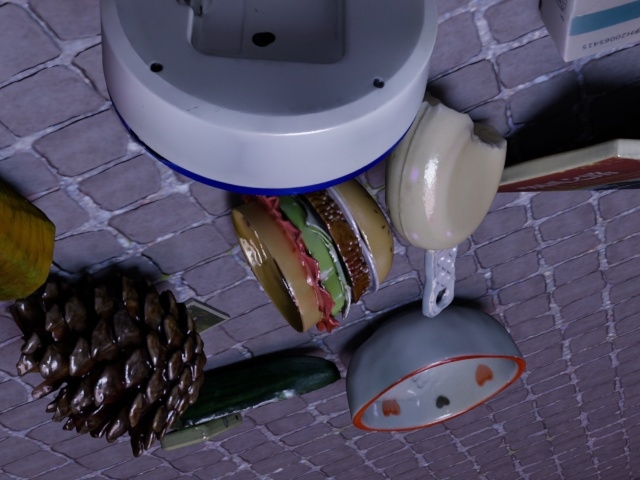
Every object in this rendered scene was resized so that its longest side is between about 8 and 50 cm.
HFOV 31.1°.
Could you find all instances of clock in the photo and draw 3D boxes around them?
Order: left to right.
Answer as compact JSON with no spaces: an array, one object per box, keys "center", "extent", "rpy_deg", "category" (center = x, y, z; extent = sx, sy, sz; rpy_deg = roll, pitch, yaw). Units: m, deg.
[{"center":[-0.037,-0.145,0.794],"extent":[0.231,0.230,0.083],"rpy_deg":[-13,149,-12],"category":"clock"}]

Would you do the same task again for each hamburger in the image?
[{"center":[0.001,0.003,1.180],"extent":[0.137,0.175,0.175],"rpy_deg":[-27,155,-12],"category":"hamburger"}]

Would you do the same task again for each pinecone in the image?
[{"center":[-0.229,0.127,1.229],"extent":[0.205,0.184,0.179],"rpy_deg":[10,124,-31],"category":"pinecone"}]

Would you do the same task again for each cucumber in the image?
[{"center":[-0.095,0.200,1.575],"extent":[0.244,0.063,0.115],"rpy_deg":[-14,177,-10],"category":"cucumber"}]

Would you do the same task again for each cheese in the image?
[{"center":[0.116,-0.026,1.175],"extent":[0.163,0.071,0.248],"rpy_deg":[-12,120,-53],"category":"cheese"}]

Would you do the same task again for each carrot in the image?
[{"center":[-0.329,-0.038,0.940],"extent":[0.114,0.114,0.302],"rpy_deg":[-23,157,8],"category":"carrot"}]

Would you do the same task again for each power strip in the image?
[{"center":[-0.166,0.269,1.637],"extent":[0.076,0.028,0.169],"rpy_deg":[-18,176,14],"category":"power strip"}]

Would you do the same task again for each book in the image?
[{"center":[0.379,-0.082,1.290],"extent":[0.374,0.028,0.262],"rpy_deg":[-3,177,-29],"category":"book"}]

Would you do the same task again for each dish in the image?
[{"center":[0.150,0.169,1.625],"extent":[0.256,0.117,0.256],"rpy_deg":[-15,153,-8],"category":"dish"}]

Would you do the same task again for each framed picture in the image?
[{"center":[-0.159,0.098,1.412],"extent":[0.066,0.006,0.089],"rpy_deg":[-28,152,16],"category":"framed picture"}]

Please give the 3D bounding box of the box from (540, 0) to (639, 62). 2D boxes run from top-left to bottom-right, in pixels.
[{"center":[0.365,-0.281,0.983],"extent":[0.344,0.065,0.200],"rpy_deg":[-18,153,-3],"category":"box"}]
